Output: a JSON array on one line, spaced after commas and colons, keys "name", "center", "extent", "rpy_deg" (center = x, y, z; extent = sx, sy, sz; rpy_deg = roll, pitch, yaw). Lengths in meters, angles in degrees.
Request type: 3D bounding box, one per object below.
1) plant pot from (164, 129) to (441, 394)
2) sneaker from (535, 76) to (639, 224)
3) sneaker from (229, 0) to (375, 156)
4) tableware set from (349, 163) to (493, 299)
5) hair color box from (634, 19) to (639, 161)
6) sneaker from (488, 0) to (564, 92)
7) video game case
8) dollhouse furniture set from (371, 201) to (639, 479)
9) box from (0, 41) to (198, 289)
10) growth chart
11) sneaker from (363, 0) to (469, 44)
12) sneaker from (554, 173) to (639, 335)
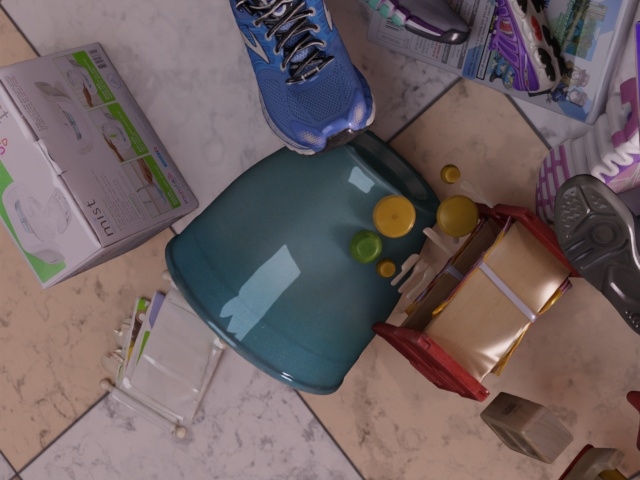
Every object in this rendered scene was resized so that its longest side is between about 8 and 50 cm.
[{"name": "plant pot", "center": [0.000, 0.000, 1.936], "extent": [0.271, 0.271, 0.255], "rpy_deg": [45, 107, 10]}, {"name": "sneaker", "center": [0.331, -0.083, 1.817], "extent": [0.236, 0.104, 0.095], "rpy_deg": [-45, 38, 47]}, {"name": "sneaker", "center": [-0.043, -0.236, 1.858], "extent": [0.130, 0.147, 0.330], "rpy_deg": [-28, 58, 2]}, {"name": "tableware set", "center": [0.110, -0.019, 1.824], "extent": [0.104, 0.024, 0.154], "rpy_deg": [41, 90, -8]}, {"name": "hair color box", "center": [0.412, -0.153, 1.601], "extent": [0.110, 0.339, 0.185], "rpy_deg": [2, 106, 28]}, {"name": "sneaker", "center": [0.210, -0.243, 1.805], "extent": [0.071, 0.068, 0.170], "rpy_deg": [-13, 99, 37]}, {"name": "video game case", "center": [0.222, -0.332, 1.831], "extent": [0.300, 0.036, 0.329], "rpy_deg": [24, 114, 21]}, {"name": "dollhouse furniture set", "center": [0.267, 0.153, 1.871], "extent": [0.374, 0.152, 0.201], "rpy_deg": [44, 80, -14]}, {"name": "box", "center": [-0.317, -0.101, 2.084], "extent": [0.127, 0.231, 0.262], "rpy_deg": [-33, 89, 32]}, {"name": "growth chart", "center": [-0.209, 0.156, 2.226], "extent": [0.172, 0.021, 0.237], "rpy_deg": [38, 119, 14]}, {"name": "sneaker", "center": [0.086, -0.310, 1.844], "extent": [0.223, 0.083, 0.098], "rpy_deg": [35, 114, 17]}, {"name": "sneaker", "center": [0.327, -0.006, 1.793], "extent": [0.087, 0.130, 0.227], "rpy_deg": [-29, 121, 27]}]
